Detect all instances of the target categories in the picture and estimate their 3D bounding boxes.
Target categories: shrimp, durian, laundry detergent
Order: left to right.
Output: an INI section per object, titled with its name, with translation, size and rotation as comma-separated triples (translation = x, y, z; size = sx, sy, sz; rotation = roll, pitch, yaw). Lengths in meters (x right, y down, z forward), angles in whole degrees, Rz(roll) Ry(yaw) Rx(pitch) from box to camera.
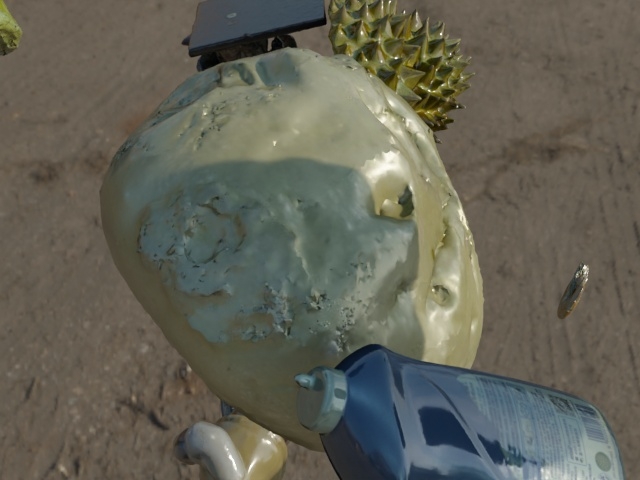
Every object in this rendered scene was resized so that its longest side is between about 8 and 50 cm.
[durian]
translation = 0.062, -0.159, 0.990
size = 0.172, 0.166, 0.306
rotation = 16, 45, -28
[laundry detergent]
translation = 0.075, 0.112, 0.516
size = 0.206, 0.061, 0.096
rotation = 20, 57, -23
[shrimp]
translation = 0.394, 0.075, 1.418
size = 0.023, 0.059, 0.108
rotation = 30, 69, 3

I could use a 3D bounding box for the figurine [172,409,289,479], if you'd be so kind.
[figurine]
translation = -0.134, 0.298, 0.983
size = 0.206, 0.218, 0.365
rotation = 13, 39, -7

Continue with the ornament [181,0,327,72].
[ornament]
translation = -0.056, -0.180, 1.080
size = 0.166, 0.196, 0.153
rotation = -11, 32, 6

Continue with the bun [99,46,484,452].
[bun]
translation = 0.000, 0.000, 0.724
size = 0.235, 0.326, 0.362
rotation = -38, 24, 13

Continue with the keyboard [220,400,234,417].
[keyboard]
translation = -0.108, 0.277, 1.308
size = 0.061, 0.013, 0.204
rotation = 13, 28, -18

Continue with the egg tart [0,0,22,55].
[egg tart]
translation = -0.384, -0.223, 0.884
size = 0.197, 0.197, 0.078
rotation = -1, 81, -10
